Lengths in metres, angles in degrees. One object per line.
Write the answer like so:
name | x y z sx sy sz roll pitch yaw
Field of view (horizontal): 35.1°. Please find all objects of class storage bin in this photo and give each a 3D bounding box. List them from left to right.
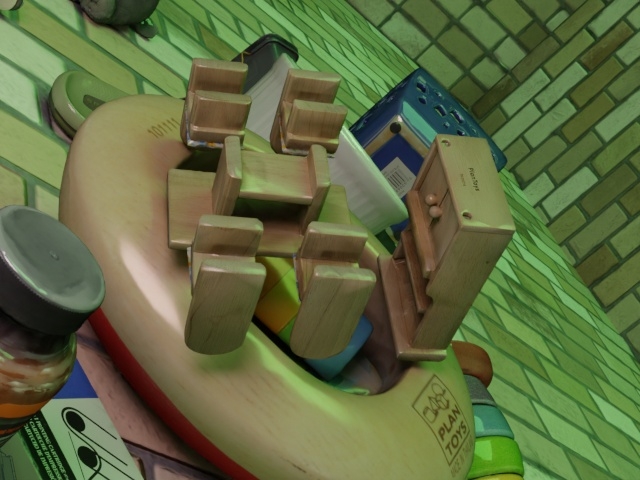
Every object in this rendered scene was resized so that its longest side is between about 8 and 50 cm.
storage bin | -0.094 -0.242 1.569 0.098 0.135 0.091 25 38 -51

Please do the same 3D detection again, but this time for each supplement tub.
supplement tub | -0.202 0.071 0.534 0.106 0.198 0.106 43 19 -18

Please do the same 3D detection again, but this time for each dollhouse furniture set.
dollhouse furniture set | 0.000 0.000 0.782 0.242 0.161 0.212 5 48 -15

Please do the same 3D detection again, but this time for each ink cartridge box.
ink cartridge box | -0.190 0.129 0.687 0.207 0.046 0.097 55 18 21

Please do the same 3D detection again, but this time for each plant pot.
plant pot | 0.148 -0.122 1.716 0.236 0.236 0.212 47 25 -4

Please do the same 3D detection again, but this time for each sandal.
sandal | -0.152 -0.117 1.134 0.302 0.086 0.120 22 35 -31

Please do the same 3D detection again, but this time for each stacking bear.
stacking bear | 0.133 0.260 0.986 0.164 0.175 0.289 75 -3 -63

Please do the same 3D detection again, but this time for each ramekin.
ramekin | -0.014 -0.103 1.365 0.277 0.135 0.277 52 6 -8

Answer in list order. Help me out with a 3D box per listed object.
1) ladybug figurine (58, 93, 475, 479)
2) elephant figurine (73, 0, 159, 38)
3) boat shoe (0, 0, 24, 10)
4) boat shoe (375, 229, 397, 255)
ladybug figurine | -0.053 0.074 0.875 0.449 0.162 0.305 47 34 2
elephant figurine | -0.245 -0.417 1.393 0.169 0.239 0.186 47 18 -1
boat shoe | -0.380 -0.316 1.191 0.137 0.049 0.043 51 15 26
boat shoe | 0.054 -0.043 1.534 0.285 0.092 0.103 48 18 1
